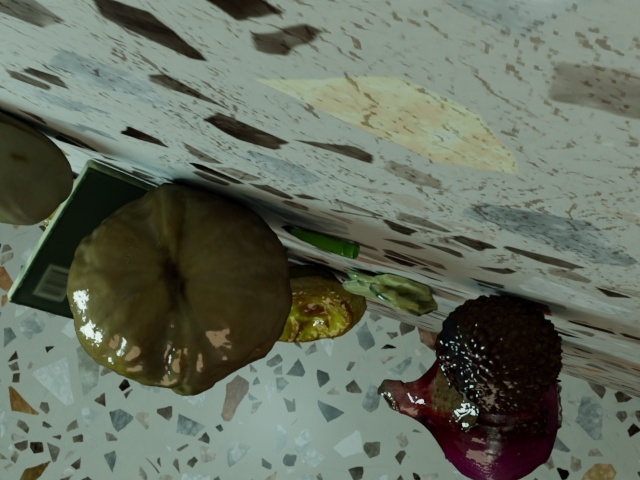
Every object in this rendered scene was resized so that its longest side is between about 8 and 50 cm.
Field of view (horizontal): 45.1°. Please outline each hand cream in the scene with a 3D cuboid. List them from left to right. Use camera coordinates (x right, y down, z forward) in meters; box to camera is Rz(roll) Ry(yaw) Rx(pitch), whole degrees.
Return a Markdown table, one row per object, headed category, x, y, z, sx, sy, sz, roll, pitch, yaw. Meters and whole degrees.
| category | x | y | z | sx | sy | sz | roll | pitch | yaw |
| --- | --- | --- | --- | --- | --- | --- | --- | --- | --- |
| hand cream | 0.000 | 0.000 | 1.122 | 0.122 | 0.023 | 0.036 | 19 | 178 | 28 |

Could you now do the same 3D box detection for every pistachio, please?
| category | x | y | z | sx | sy | sz | roll | pitch | yaw |
| --- | --- | --- | --- | --- | --- | --- | --- | --- | --- |
| pistachio | -0.425 | -0.102 | 0.969 | 0.238 | 0.153 | 0.137 | 25 | -149 | -35 |

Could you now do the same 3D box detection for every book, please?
| category | x | y | z | sx | sy | sz | roll | pitch | yaw |
| --- | --- | --- | --- | --- | --- | --- | --- | --- | --- |
| book | -0.280 | 0.042 | 1.267 | 0.371 | 0.260 | 0.043 | 24 | -163 | -40 |

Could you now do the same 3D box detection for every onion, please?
| category | x | y | z | sx | sy | sz | roll | pitch | yaw |
| --- | --- | --- | --- | --- | --- | --- | --- | --- | --- |
| onion | 0.315 | 0.346 | 1.664 | 0.385 | 0.347 | 0.348 | 3 | 172 | 6 |

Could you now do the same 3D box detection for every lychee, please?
| category | x | y | z | sx | sy | sz | roll | pitch | yaw |
| --- | --- | --- | --- | --- | --- | --- | --- | --- | --- |
| lychee | 0.265 | 0.163 | 1.126 | 0.188 | 0.188 | 0.188 | 18 | 174 | 2 |

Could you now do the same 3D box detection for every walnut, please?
| category | x | y | z | sx | sy | sz | roll | pitch | yaw |
| --- | --- | --- | --- | --- | --- | --- | --- | --- | --- |
| walnut | -0.194 | 0.073 | 1.098 | 0.306 | 0.306 | 0.344 | 19 | 175 | -4 |

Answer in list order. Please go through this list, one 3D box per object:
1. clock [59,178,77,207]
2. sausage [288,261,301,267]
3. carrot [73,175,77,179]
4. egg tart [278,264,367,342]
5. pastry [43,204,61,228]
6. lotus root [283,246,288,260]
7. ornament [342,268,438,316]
| category | x | y | z | sx | sy | sz | roll | pitch | yaw |
| --- | --- | --- | --- | --- | --- | --- | --- | --- | --- |
| clock | -0.327 | -0.008 | 1.392 | 0.241 | 0.142 | 0.227 | 11 | -174 | -44 |
| sausage | -0.058 | 0.096 | 1.894 | 0.179 | 0.089 | 0.089 | 21 | 174 | 3 |
| carrot | -0.499 | -0.088 | 1.571 | 0.074 | 0.074 | 0.358 | 18 | 173 | -1 |
| egg tart | -0.039 | 0.137 | 1.769 | 0.295 | 0.116 | 0.295 | -1 | 144 | -1 |
| pastry | -0.583 | -0.015 | 2.037 | 0.311 | 0.162 | 0.255 | 17 | 172 | 0 |
| lotus root | -0.213 | 0.123 | 1.573 | 0.267 | 0.149 | 0.260 | 10 | 134 | 6 |
| ornament | 0.150 | 0.104 | 1.466 | 0.180 | 0.059 | 0.201 | 20 | 176 | -26 |
